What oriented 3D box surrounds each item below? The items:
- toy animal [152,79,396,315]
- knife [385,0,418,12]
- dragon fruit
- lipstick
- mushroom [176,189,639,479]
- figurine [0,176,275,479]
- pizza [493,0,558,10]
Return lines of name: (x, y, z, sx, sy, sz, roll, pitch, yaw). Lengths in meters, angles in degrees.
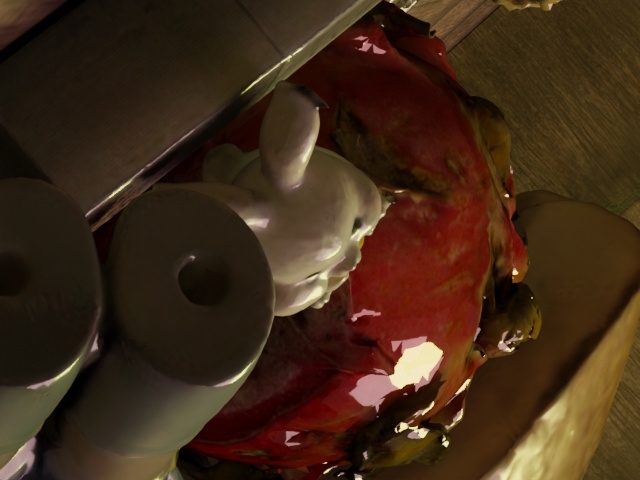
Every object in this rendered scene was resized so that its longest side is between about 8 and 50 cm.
toy animal: (-0.011, -0.013, 0.579, 0.071, 0.085, 0.124, -40, -175, 2)
knife: (0.027, -0.161, 1.205, 0.365, 0.043, 0.089, -42, -179, 14)
dragon fruit: (0.000, 0.000, 0.801, 0.250, 0.269, 0.291, -34, 176, 23)
lipstick: (0.001, -0.123, 0.591, 0.317, 0.068, 0.066, -41, -178, -19)
mushroom: (0.084, 0.165, 0.976, 0.397, 0.314, 0.224, -38, -137, -16)
figurine: (-0.144, 0.095, 0.524, 0.224, 0.205, 0.382, -5, 160, -12)
pizza: (0.292, -0.298, 0.690, 0.435, 0.080, 0.392, -21, -153, 53)
